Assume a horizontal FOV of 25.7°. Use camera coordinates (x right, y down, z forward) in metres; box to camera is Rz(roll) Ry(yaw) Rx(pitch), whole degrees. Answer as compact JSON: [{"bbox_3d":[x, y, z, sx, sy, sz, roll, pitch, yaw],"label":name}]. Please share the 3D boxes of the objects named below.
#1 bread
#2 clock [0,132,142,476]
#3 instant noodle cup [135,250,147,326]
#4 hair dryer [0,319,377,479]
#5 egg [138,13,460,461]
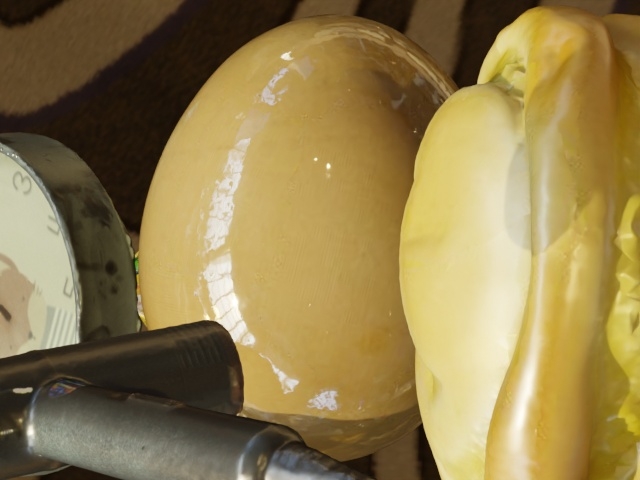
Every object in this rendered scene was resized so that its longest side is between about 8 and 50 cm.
[{"bbox_3d":[0.176,0.023,0.781,0.270,0.211,0.316,10,85,-48],"label":"bread"},{"bbox_3d":[-0.299,0.061,1.298,0.067,0.325,0.325,-2,83,-51],"label":"clock"},{"bbox_3d":[-0.156,0.075,1.730,0.151,0.151,0.122,-39,137,-19],"label":"instant noodle cup"},{"bbox_3d":[-0.072,0.072,0.469,0.173,0.195,0.050,-11,100,-31],"label":"hair dryer"},{"bbox_3d":[0.000,0.000,1.175,0.301,0.301,0.374,6,96,-18],"label":"egg"}]
